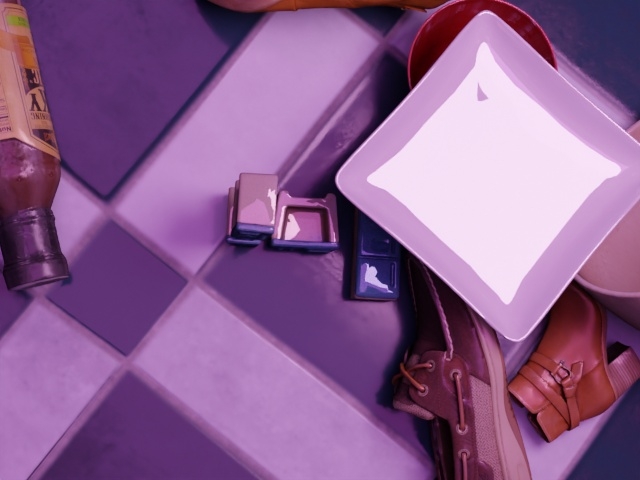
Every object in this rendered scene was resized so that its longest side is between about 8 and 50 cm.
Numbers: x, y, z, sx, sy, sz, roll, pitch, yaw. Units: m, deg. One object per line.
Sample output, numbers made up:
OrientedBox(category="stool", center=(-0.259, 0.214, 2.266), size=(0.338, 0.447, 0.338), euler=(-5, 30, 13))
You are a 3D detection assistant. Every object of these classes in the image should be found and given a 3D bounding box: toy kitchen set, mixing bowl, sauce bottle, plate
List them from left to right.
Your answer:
OrientedBox(category="sauce bottle", center=(-0.352, -0.117, 1.368), size=(0.111, 0.111, 0.344), euler=(-13, 89, -10))
OrientedBox(category="toy kitchen set", center=(0.000, 0.000, 1.383), size=(0.207, 0.166, 0.122), euler=(3, 84, -9))
OrientedBox(category="mixing bowl", center=(0.181, -0.190, 1.466), size=(0.181, 0.098, 0.181), euler=(1, 85, -10))
OrientedBox(category="plate", center=(0.198, -0.072, 1.379), size=(0.277, 0.045, 0.278), euler=(42, 78, -2))

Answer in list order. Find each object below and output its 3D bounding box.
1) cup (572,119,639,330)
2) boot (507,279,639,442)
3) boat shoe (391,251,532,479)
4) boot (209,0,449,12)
OrientedBox(category="cup", center=(0.474, 0.012, 1.414), size=(0.331, 0.331, 0.237), euler=(-47, 119, -10))
OrientedBox(category="boot", center=(0.279, 0.130, 1.468), size=(0.152, 0.073, 0.197), euler=(-35, 88, -7))
OrientedBox(category="boat shoe", center=(0.143, 0.170, 1.419), size=(0.123, 0.123, 0.342), euler=(-16, 94, -12))
OrientedBox(category="boot", center=(0.013, -0.305, 1.437), size=(0.211, 0.295, 0.104), euler=(0, 96, -48))
